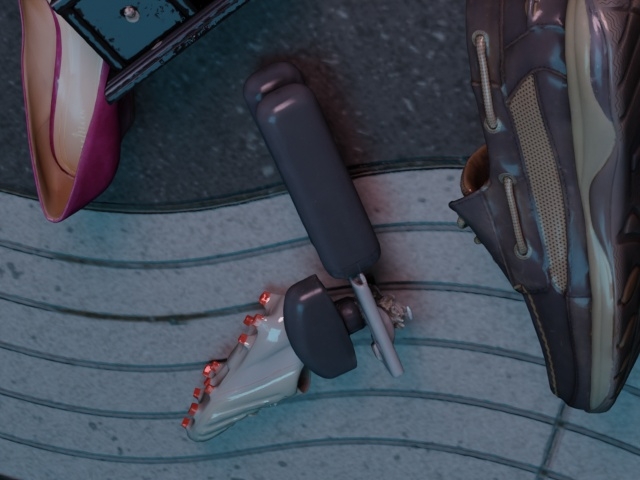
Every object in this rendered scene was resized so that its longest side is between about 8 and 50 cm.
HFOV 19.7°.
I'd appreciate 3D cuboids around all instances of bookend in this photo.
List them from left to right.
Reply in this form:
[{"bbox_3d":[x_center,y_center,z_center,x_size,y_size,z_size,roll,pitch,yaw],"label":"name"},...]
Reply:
[{"bbox_3d":[-0.127,-0.200,1.197,0.156,0.072,0.157,-34,115,20],"label":"bookend"}]

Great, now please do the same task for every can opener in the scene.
[{"bbox_3d":[0.000,0.000,1.359,0.093,0.074,0.280,-24,126,-6],"label":"can opener"}]

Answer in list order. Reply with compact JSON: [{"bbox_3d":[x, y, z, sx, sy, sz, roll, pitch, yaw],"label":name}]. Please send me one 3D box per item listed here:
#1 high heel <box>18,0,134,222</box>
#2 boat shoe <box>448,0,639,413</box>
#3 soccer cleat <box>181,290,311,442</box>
[{"bbox_3d":[-0.187,-0.132,1.289,0.082,0.117,0.244,11,136,13],"label":"high heel"},{"bbox_3d":[0.163,-0.040,1.244,0.130,0.132,0.355,12,128,25],"label":"boat shoe"},{"bbox_3d":[-0.052,0.117,1.518,0.076,0.068,0.196,28,134,-10],"label":"soccer cleat"}]
